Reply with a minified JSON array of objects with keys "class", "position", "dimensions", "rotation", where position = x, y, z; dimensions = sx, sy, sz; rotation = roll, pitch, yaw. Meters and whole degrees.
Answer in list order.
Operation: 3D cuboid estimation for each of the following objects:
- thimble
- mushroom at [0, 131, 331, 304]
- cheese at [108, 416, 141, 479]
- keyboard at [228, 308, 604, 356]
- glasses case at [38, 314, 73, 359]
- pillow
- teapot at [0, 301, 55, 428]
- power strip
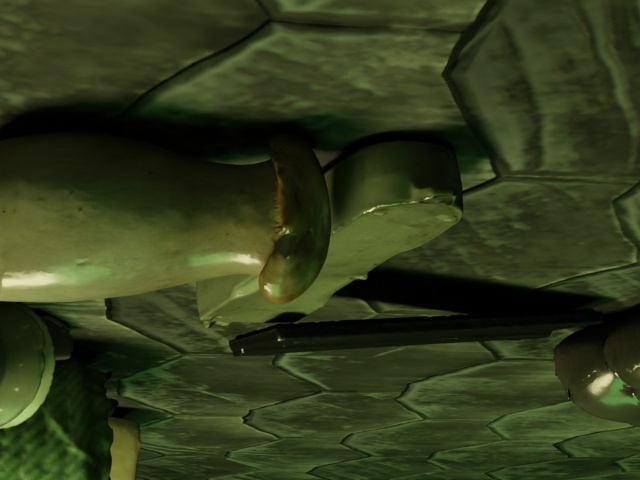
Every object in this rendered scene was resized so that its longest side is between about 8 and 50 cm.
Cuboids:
[{"class":"thimble","position":[-0.283,0.217,1.086],"dimensions":[0.150,0.219,0.219],"rotation":[5,160,-20]},{"class":"mushroom","position":[-0.099,-0.012,0.618],"dimensions":[0.212,0.097,0.088],"rotation":[5,128,-3]},{"class":"cheese","position":[-0.385,0.279,1.406],"dimensions":[0.265,0.124,0.242],"rotation":[9,155,-24]},{"class":"keyboard","position":[0.083,0.074,0.923],"dimensions":[0.309,0.018,0.101],"rotation":[-1,169,-27]},{"class":"glasses case","position":[-0.321,0.094,0.997],"dimensions":[0.190,0.042,0.072],"rotation":[-5,168,10]},{"class":"pillow","position":[0.396,0.119,1.028],"dimensions":[0.326,0.101,0.228],"rotation":[11,154,-36]},{"class":"teapot","position":[-0.298,0.086,0.804],"dimensions":[0.183,0.184,0.251],"rotation":[-7,170,18]},{"class":"power strip","position":[0.001,0.003,0.735],"dimensions":[0.080,0.048,0.286],"rotation":[2,162,-27]}]
